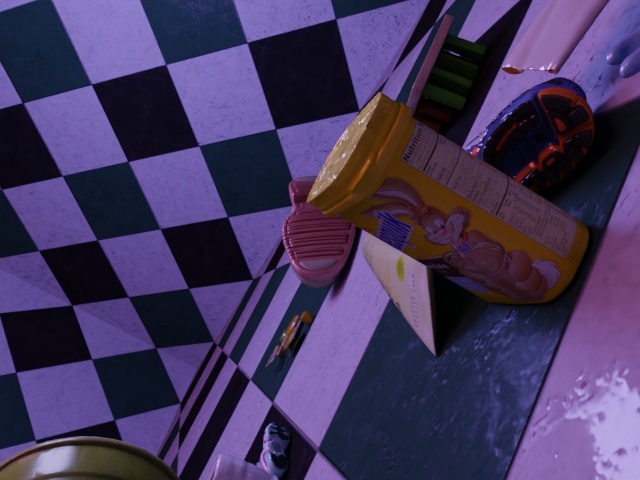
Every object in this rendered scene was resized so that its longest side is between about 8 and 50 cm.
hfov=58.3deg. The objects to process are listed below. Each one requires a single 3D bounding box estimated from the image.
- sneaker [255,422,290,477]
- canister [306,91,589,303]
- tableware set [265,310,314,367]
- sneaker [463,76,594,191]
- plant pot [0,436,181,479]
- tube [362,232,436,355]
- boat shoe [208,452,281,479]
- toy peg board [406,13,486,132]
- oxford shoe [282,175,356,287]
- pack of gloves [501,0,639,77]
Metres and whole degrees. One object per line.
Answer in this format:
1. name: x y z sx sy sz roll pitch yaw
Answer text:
1. sneaker: -0.073 0.294 0.766 0.069 0.038 0.098 -58 8 14
2. canister: 0.086 -0.022 0.416 0.073 0.169 0.126 -62 8 -11
3. tableware set: -0.054 0.183 1.096 0.154 0.024 0.104 -53 8 48
4. sneaker: 0.155 -0.058 0.511 0.221 0.083 0.087 -43 5 48
5. plant pot: -0.381 0.551 0.837 0.367 0.366 0.353 -59 20 12
6. tube: 0.087 0.031 0.607 0.062 0.070 0.240 -49 11 7
7. boat shoe: -0.180 0.387 0.593 0.367 0.156 0.136 -56 6 -5
8. toy peg board: 0.190 -0.233 0.909 0.161 0.079 0.161 100 -166 -64
9. oxford shoe: 0.000 0.000 1.155 0.397 0.140 0.147 -88 -3 -63
10. pack of gloves: 0.268 -0.210 0.426 0.232 0.046 0.195 -55 23 7
